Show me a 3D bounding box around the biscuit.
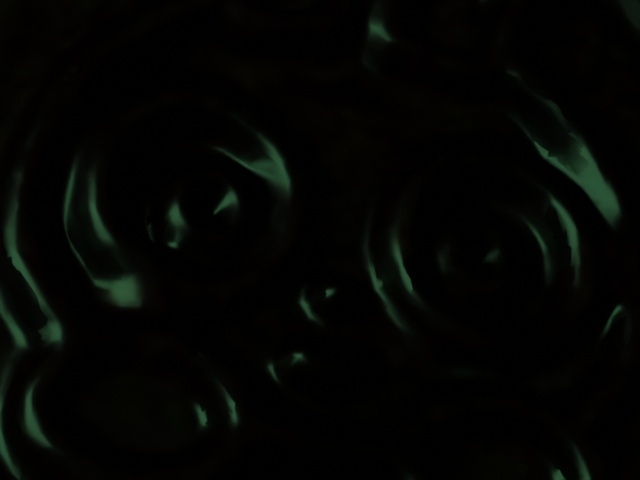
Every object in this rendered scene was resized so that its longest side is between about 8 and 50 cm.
[{"bbox_3d":[0.000,0.000,0.750,0.091,0.407,0.407,125,144,-64],"label":"biscuit"}]
